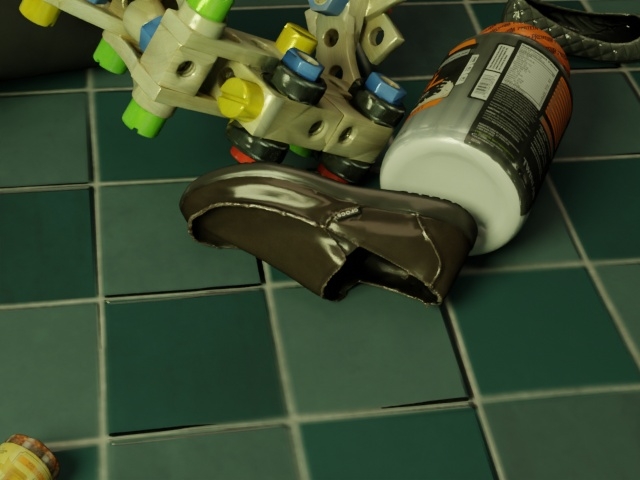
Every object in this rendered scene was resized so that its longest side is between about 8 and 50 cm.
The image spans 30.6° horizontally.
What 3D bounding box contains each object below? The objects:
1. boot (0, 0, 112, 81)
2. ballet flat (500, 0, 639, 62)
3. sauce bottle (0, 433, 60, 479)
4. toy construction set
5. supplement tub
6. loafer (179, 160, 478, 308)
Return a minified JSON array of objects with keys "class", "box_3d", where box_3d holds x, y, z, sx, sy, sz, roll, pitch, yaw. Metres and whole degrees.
[{"class":"boot","box_3d":[-0.307,-0.124,0.883,0.445,0.146,0.367,-21,72,-50]},{"class":"ballet flat","box_3d":[0.257,-0.201,1.105,0.173,0.049,0.057,3,44,-3]},{"class":"sauce bottle","box_3d":[-0.200,0.168,0.669,0.042,0.042,0.128,20,47,14]},{"class":"toy construction set","box_3d":[-0.050,-0.151,0.921,0.327,0.151,0.215,-9,43,-42]},{"class":"supplement tub","box_3d":[0.130,-0.087,0.921,0.117,0.117,0.190,19,44,13]},{"class":"loafer","box_3d":[0.000,0.000,0.840,0.220,0.080,0.078,7,63,10]}]
